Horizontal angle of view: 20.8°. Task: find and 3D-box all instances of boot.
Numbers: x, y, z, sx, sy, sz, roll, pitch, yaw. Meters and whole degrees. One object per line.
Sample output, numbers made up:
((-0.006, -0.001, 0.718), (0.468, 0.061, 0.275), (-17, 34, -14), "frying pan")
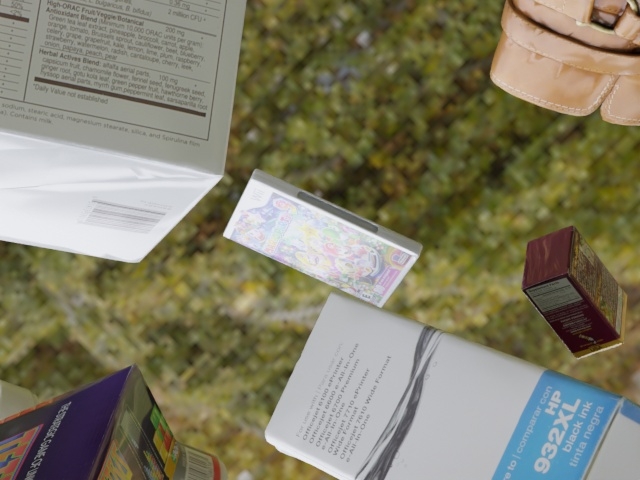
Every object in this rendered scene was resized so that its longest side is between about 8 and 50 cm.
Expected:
((0.139, -0.182, 0.988), (0.283, 0.220, 0.109), (13, -134, -15), "boot")

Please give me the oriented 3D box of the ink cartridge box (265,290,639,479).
((0.144, 0.160, 1.221), (0.223, 0.129, 0.307), (28, 174, -37), "ink cartridge box")

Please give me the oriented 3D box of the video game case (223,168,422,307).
((0.000, 0.000, 1.173), (0.122, 0.011, 0.087), (25, 150, -4), "video game case")

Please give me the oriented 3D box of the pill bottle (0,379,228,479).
((-0.261, 0.271, 1.957), (0.283, 0.161, 0.161), (25, -160, -21), "pill bottle")

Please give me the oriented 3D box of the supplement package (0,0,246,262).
((-0.146, -0.149, 0.855), (0.198, 0.263, 0.199), (11, 165, -15), "supplement package")

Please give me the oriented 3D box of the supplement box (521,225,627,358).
((0.191, 0.039, 1.303), (0.083, 0.043, 0.055), (50, -144, -29), "supplement box")

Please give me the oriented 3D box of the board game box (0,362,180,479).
((-0.134, 0.119, 0.664), (0.170, 0.141, 0.048), (-84, -31, -74), "board game box")
